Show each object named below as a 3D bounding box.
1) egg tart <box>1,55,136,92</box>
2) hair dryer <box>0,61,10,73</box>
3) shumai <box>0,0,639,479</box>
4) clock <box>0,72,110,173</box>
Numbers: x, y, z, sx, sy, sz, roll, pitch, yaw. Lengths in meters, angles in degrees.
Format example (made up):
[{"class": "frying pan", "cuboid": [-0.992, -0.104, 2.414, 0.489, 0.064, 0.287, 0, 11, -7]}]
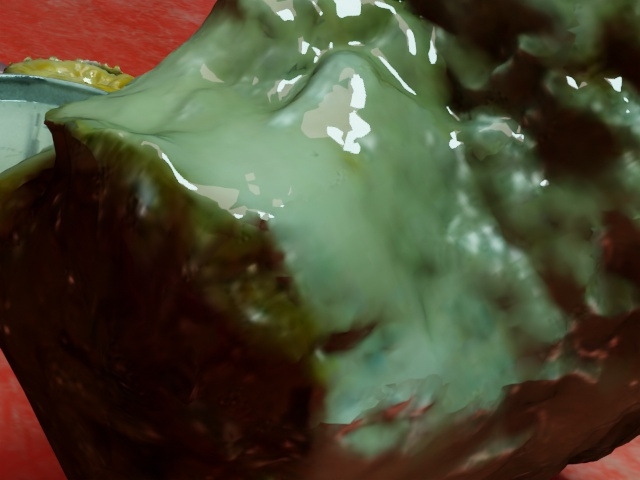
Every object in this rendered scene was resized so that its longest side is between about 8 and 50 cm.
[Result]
[{"class": "egg tart", "cuboid": [-0.182, -0.087, 1.196, 0.191, 0.074, 0.191, 8, 19, -3]}, {"class": "hair dryer", "cuboid": [-0.265, -0.128, 1.300, 0.154, 0.054, 0.106, 16, 25, 1]}, {"class": "shumai", "cuboid": [0.000, 0.000, 0.743, 0.323, 0.397, 0.324, -33, 70, -32]}, {"class": "clock", "cuboid": [-0.177, -0.031, 1.015, 0.226, 0.049, 0.226, 10, 35, -7]}]
